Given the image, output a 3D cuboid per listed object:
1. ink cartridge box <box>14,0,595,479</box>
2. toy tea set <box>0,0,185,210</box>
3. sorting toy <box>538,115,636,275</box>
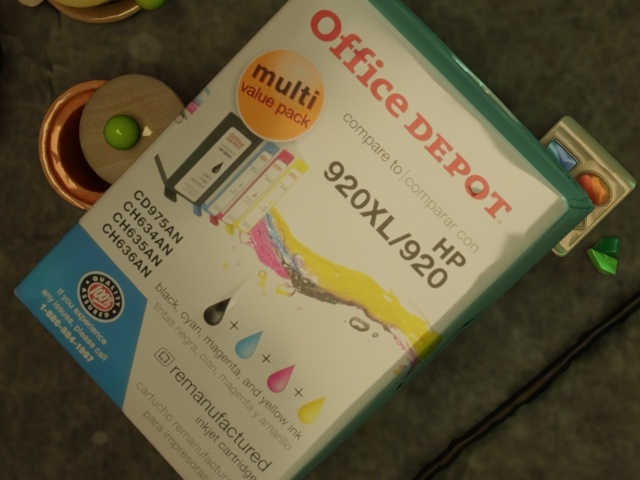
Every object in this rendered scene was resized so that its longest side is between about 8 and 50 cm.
[{"bbox_3d":[0.000,0.000,0.801,0.233,0.168,0.171,-45,82,11],"label":"ink cartridge box"},{"bbox_3d":[-0.208,-0.150,0.858,0.336,0.124,0.200,29,98,8],"label":"toy tea set"},{"bbox_3d":[0.146,-0.021,0.856,0.083,0.012,0.062,45,100,5],"label":"sorting toy"}]
